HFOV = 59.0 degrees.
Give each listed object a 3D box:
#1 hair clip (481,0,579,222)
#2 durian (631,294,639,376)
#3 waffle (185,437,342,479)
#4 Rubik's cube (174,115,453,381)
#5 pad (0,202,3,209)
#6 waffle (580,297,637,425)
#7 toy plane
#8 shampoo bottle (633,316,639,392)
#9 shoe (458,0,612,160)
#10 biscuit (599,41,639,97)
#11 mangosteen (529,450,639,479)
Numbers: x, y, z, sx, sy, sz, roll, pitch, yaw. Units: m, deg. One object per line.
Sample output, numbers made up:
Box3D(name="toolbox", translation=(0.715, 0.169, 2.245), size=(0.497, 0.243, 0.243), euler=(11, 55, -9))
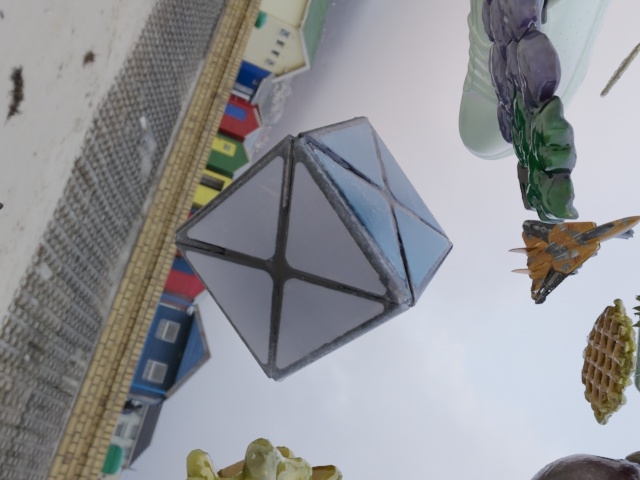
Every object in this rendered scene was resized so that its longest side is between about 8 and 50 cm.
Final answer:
Box3D(name="hair clip", translation=(0.139, -0.102, 0.361), size=(0.124, 0.052, 0.195), euler=(38, 45, -69))
Box3D(name="durian", translation=(0.587, 0.078, 0.724), size=(0.157, 0.355, 0.169), euler=(70, 22, -54))
Box3D(name="waffle", translation=(-0.102, 0.270, 0.448), size=(0.301, 0.281, 0.058), euler=(-43, -143, 10))
Box3D(name="Rubik's cube", translation=(0.000, 0.000, 0.797), size=(0.255, 0.260, 0.259), euler=(-36, -178, 28))
Box3D(name="pad", translation=(-0.484, -0.028, 0.643), size=(0.003, 0.143, 0.211), euler=(-55, -168, 28))
Box3D(name="waffle", translation=(0.610, 0.251, 1.188), size=(0.238, 0.059, 0.243), euler=(89, 14, -45))
Box3D(name="toy plane", translation=(0.551, 0.007, 1.198), size=(0.316, 0.103, 0.204), euler=(-31, -125, 54))
Box3D(name="shampoo bottle", translation=(0.525, 0.204, 0.888), size=(0.056, 0.056, 0.195), euler=(-115, -163, -69))
Box3D(name="shoe", translation=(0.225, -0.232, 0.637), size=(0.132, 0.160, 0.363), euler=(45, -42, 29))
Box3D(name="biscuit", translation=(0.717, -0.407, 1.348), size=(0.152, 0.020, 0.152), euler=(-50, 167, -16))
Box3D(name="mangosteen", translation=(0.421, 0.438, 0.808), size=(0.293, 0.297, 0.297), euler=(-62, -171, -29))
